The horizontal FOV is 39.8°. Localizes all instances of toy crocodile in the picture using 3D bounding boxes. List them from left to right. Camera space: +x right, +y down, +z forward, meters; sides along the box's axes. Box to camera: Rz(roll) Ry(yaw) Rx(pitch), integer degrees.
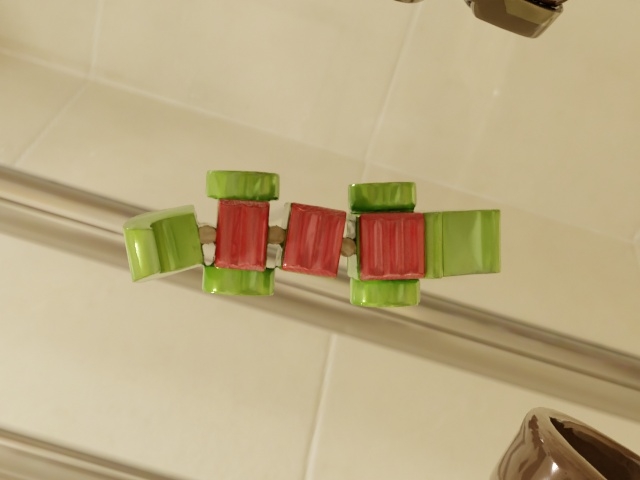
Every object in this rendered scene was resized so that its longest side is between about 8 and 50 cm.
[{"bbox_3d":[0.000,0.000,0.780,0.105,0.340,0.115,-163,76,-80],"label":"toy crocodile"}]

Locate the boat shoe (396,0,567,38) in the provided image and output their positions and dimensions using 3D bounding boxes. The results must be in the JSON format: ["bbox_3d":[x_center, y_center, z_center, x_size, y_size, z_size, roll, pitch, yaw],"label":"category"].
[{"bbox_3d":[0.071,-0.196,0.483,0.307,0.111,0.104,-9,-32,-53],"label":"boat shoe"}]

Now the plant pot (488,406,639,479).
[{"bbox_3d":[0.168,0.260,0.501,0.229,0.263,0.263,-57,4,7],"label":"plant pot"}]
